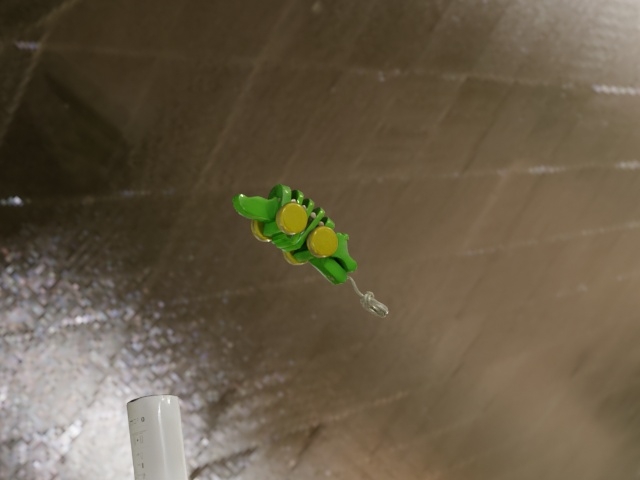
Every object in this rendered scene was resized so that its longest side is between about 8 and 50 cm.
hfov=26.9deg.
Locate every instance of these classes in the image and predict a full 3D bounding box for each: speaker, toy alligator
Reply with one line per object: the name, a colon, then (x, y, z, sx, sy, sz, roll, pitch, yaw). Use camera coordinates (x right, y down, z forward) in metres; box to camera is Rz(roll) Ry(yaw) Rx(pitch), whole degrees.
speaker: (-0.161, 0.226, 1.340, 0.055, 0.136, 0.055, -9, 162, -3)
toy alligator: (0.000, 0.000, 1.244, 0.056, 0.189, 0.051, -16, -138, 57)
